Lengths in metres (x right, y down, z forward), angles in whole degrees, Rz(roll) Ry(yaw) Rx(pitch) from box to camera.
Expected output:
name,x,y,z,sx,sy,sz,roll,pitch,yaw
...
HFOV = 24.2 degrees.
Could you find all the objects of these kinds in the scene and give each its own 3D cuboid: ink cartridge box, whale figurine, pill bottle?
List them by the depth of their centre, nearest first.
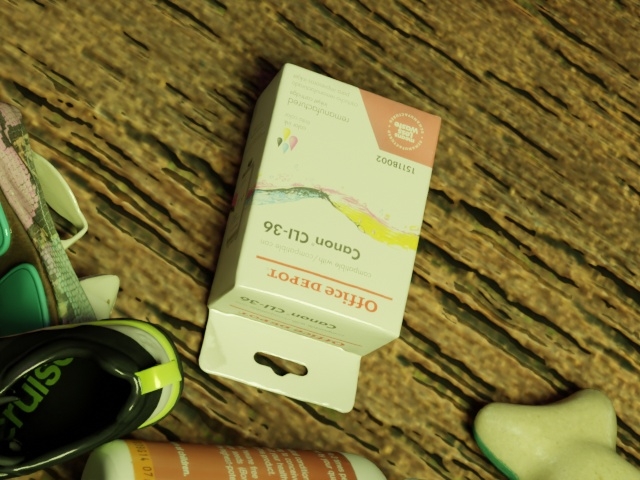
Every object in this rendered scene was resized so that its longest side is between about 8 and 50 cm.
name,x,y,z,sx,sy,sz,roll,pitch,yaw
pill bottle,-0.029,0.181,0.867,0.216,0.121,0.121,5,72,-18
whale figurine,0.179,0.227,0.944,0.216,0.141,0.272,-7,52,-22
ink cartridge box,0.000,0.000,0.964,0.115,0.067,0.198,17,69,-15

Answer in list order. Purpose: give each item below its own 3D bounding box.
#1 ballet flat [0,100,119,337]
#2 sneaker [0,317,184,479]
name,x,y,z,sx,sy,sz,roll,pitch,yaw
ballet flat,-0.170,0.011,0.902,0.079,0.077,0.221,-14,78,-43
sneaker,-0.187,0.091,0.805,0.235,0.097,0.084,-19,92,7
